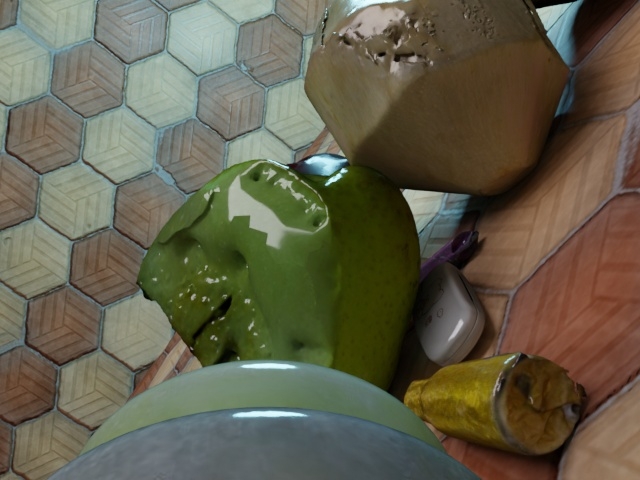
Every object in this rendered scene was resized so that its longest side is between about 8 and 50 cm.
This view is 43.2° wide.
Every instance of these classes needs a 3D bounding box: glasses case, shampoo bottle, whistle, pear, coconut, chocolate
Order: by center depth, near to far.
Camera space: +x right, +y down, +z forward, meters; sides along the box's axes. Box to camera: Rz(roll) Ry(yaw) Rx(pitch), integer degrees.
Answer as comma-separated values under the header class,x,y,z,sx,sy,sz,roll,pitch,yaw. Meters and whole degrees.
class,x,y,z,sx,sy,sz,roll,pitch,yaw
shampoo bottle,-0.029,0.246,0.418,0.322,0.322,0.317,-48,23,22
chocolate,0.130,0.142,0.711,0.085,0.085,0.219,-57,11,-20
glasses case,0.141,0.080,0.911,0.074,0.049,0.193,-53,12,14
pear,-0.015,0.044,0.965,0.238,0.342,0.318,2,-52,-50
whistle,0.142,0.044,1.060,0.176,0.033,0.033,-44,15,37
coconut,0.153,-0.204,1.070,0.352,0.352,0.352,-50,12,14

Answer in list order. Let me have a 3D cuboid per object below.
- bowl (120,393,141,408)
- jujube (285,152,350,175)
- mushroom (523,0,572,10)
class,x,y,z,sx,sy,sz,roll,pitch,yaw
bowl,-0.318,0.466,1.215,0.435,0.196,0.435,-50,11,14
jujube,0.000,0.000,1.269,0.258,0.258,0.377,-55,5,-9
mushroom,0.306,-0.475,1.204,0.345,0.259,0.345,-16,8,2
